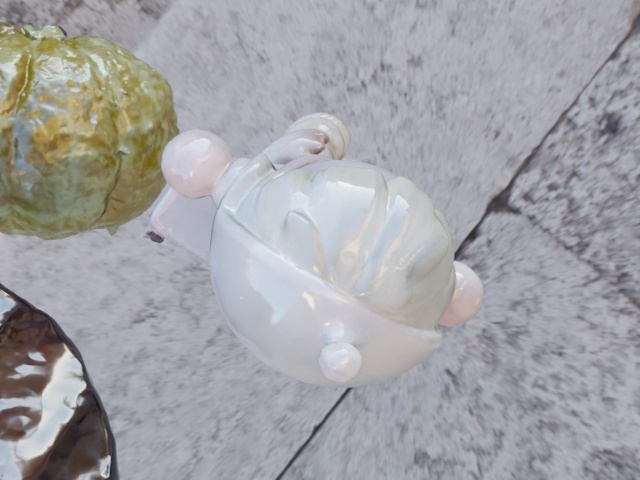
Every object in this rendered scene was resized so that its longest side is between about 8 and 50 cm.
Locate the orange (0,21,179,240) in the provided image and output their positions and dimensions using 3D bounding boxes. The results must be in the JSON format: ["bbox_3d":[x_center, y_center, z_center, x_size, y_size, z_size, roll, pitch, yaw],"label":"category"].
[{"bbox_3d":[-0.367,-0.118,1.683,0.368,0.210,0.271,8,123,-4],"label":"orange"}]

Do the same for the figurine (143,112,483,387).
[{"bbox_3d":[-0.010,0.004,0.736,0.144,0.256,0.182,-36,102,-3],"label":"figurine"}]

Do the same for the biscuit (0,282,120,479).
[{"bbox_3d":[-0.333,0.172,0.876,0.407,0.091,0.407,6,44,-6],"label":"biscuit"}]
